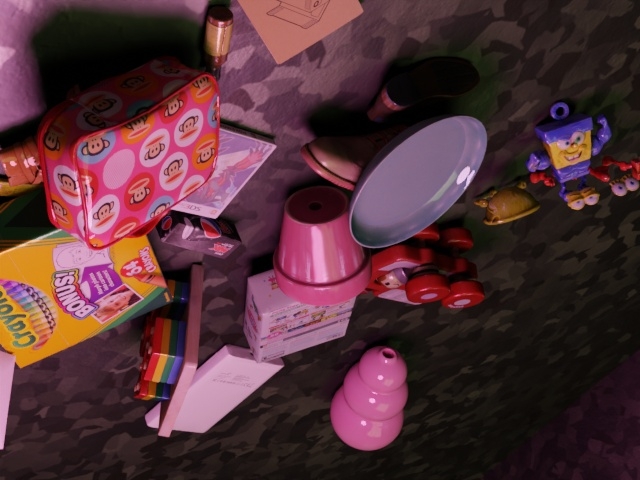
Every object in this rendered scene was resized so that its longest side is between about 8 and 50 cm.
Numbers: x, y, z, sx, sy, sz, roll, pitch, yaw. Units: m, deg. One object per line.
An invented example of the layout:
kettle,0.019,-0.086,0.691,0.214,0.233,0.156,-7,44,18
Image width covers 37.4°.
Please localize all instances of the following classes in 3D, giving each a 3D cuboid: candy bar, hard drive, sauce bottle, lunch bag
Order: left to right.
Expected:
candy bar,-0.508,-0.088,1.545,0.161,0.018,0.040,4,136,-38
lunch bag,-0.280,-0.121,1.443,0.293,0.120,0.258,-36,143,-39
hard drive,-0.262,0.372,2.344,0.307,0.040,0.203,-41,144,23
sauce bottle,-0.162,-0.301,1.463,0.042,0.042,0.128,-9,144,-24

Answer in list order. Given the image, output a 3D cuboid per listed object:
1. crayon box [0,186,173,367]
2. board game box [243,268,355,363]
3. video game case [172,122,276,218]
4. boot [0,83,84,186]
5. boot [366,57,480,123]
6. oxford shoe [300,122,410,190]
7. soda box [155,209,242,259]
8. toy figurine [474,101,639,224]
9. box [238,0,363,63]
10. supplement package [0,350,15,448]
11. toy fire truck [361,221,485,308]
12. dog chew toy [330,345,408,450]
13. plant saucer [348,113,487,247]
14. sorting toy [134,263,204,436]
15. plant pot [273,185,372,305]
crayon box,-0.455,0.053,1.677,0.313,0.106,0.363,-25,150,-11
board game box,-0.047,0.150,2.088,0.224,0.098,0.303,-18,157,-15
video game case,-0.203,-0.125,1.691,0.183,0.023,0.201,12,130,-46
boot,-0.423,-0.153,1.467,0.152,0.073,0.197,-11,142,-15
boot,0.185,-0.274,1.738,0.219,0.082,0.106,-17,172,-29
oxford shoe,0.108,-0.175,1.767,0.348,0.123,0.130,-5,141,-47
soda box,-0.232,-0.016,1.805,0.060,0.053,0.169,-42,145,24
toy figurine,0.493,-0.194,2.030,0.362,0.191,0.217,-17,117,-1
box,-0.036,-0.378,1.461,0.164,0.021,0.201,-30,147,6
supplement package,-0.720,0.286,1.684,0.292,0.178,0.175,-11,154,27
toy fire truck,0.213,0.081,2.173,0.302,0.169,0.254,12,150,-43
dog chew toy,0.145,0.415,2.550,0.206,0.207,0.332,-9,136,-25
plant saucer,0.174,-0.116,1.760,0.317,0.044,0.318,-28,148,-20
sorting toy,-0.314,0.217,1.913,0.089,0.257,0.255,11,134,-15
plant pot,0.000,0.000,1.877,0.201,0.201,0.180,-17,131,-14
